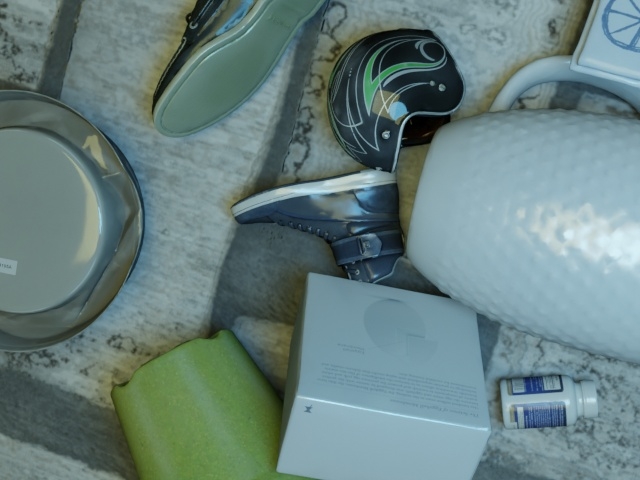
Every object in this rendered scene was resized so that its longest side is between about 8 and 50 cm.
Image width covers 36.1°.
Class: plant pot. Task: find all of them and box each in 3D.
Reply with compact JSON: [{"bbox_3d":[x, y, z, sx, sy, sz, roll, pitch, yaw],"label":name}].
[{"bbox_3d":[-0.136,0.265,1.270,0.276,0.276,0.253,-32,78,10],"label":"plant pot"}]

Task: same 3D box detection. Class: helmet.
[{"bbox_3d":[0.086,-0.174,1.226,0.162,0.169,0.169,-24,91,-7],"label":"helmet"}]

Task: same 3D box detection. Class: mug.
[{"bbox_3d":[0.294,-0.061,1.173,0.328,0.276,0.374,14,67,11],"label":"mug"}]

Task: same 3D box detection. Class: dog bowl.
[{"bbox_3d":[-0.401,-0.028,1.344,0.349,0.102,0.348,1,95,9],"label":"dog bowl"}]

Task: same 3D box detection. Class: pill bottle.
[{"bbox_3d":[0.296,0.209,1.277,0.120,0.067,0.067,-5,94,9],"label":"pill bottle"}]

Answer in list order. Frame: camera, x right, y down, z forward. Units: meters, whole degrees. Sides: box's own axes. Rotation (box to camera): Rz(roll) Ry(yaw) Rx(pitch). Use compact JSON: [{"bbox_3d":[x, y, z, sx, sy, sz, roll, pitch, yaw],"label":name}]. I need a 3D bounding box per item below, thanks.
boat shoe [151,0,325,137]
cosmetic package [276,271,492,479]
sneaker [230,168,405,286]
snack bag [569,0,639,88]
[{"bbox_3d":[-0.113,-0.285,1.275,0.340,0.127,0.113,-49,58,17],"label":"boat shoe"},{"bbox_3d":[0.074,0.176,1.194,0.224,0.224,0.138,11,124,-4],"label":"cosmetic package"},{"bbox_3d":[0.000,0.000,1.293,0.226,0.086,0.163,-9,91,8],"label":"sneaker"},{"bbox_3d":[0.489,-0.310,1.125,0.323,0.037,0.342,16,80,15],"label":"snack bag"}]
